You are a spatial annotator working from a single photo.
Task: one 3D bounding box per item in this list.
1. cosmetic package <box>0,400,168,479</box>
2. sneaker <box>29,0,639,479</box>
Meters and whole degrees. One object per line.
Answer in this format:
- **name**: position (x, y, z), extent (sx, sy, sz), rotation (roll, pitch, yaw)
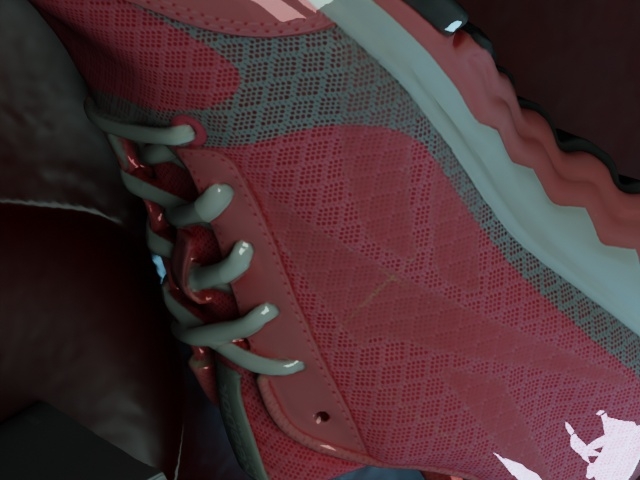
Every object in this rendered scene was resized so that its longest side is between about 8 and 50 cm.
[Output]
- **cosmetic package**: position (-0.070, 0.182, 0.557), extent (0.127, 0.107, 0.238), rotation (-32, 112, -22)
- **sneaker**: position (0.001, 0.000, 0.544), extent (0.314, 0.116, 0.136), rotation (36, 85, -31)
